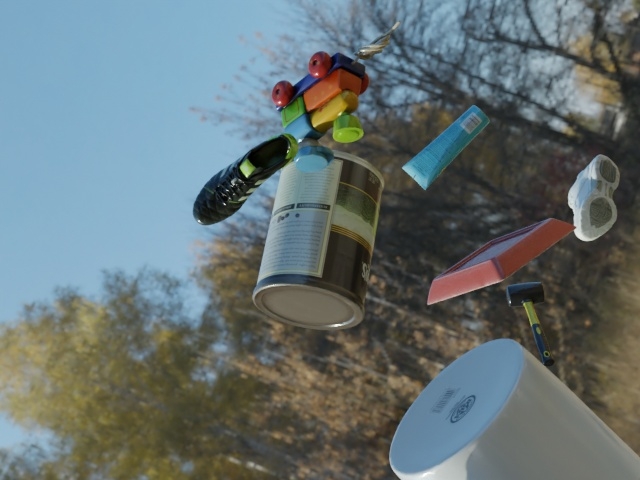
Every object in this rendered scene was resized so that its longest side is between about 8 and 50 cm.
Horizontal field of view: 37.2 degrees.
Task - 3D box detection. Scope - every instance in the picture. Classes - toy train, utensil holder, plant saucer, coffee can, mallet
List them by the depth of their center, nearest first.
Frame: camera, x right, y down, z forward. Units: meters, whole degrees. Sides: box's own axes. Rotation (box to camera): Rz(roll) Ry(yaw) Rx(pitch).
[{"bbox_3d":[0.039,-0.215,1.450,0.105,0.248,0.143,17,-126,-41],"label":"toy train"},{"bbox_3d":[0.353,0.131,1.523,0.189,0.062,0.039,-106,5,-55],"label":"mallet"},{"bbox_3d":[0.356,0.404,1.611,0.327,0.385,0.327,-43,11,11],"label":"utensil holder"},{"bbox_3d":[0.000,0.000,1.744,0.201,0.202,0.275,79,-160,-63],"label":"coffee can"},{"bbox_3d":[0.374,0.037,2.023,0.259,0.047,0.258,-29,2,-34],"label":"plant saucer"}]

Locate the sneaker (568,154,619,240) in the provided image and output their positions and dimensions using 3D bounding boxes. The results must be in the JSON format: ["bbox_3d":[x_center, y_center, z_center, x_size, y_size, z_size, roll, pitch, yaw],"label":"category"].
[{"bbox_3d":[0.608,-0.080,2.157,0.115,0.090,0.232,-41,19,53],"label":"sneaker"}]

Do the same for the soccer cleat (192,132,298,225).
[{"bbox_3d":[-0.107,-0.088,1.295,0.179,0.060,0.072,-39,-5,3],"label":"soccer cleat"}]

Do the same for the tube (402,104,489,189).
[{"bbox_3d":[0.278,-0.206,2.076,0.207,0.080,0.052,-43,-36,0],"label":"tube"}]
